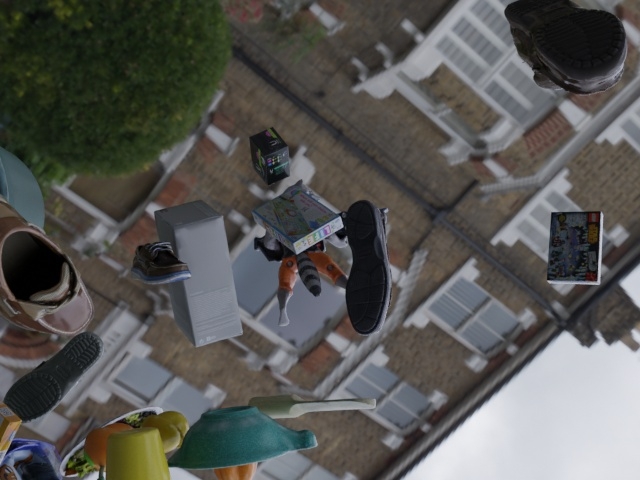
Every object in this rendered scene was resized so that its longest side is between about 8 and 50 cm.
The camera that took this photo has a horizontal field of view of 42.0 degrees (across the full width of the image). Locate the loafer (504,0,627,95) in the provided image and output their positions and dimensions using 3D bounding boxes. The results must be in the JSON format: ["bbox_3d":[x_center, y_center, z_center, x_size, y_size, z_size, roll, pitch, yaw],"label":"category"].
[{"bbox_3d":[0.416,-0.315,1.394,0.134,0.130,0.366,-17,-151,7],"label":"loafer"}]

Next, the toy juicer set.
[{"bbox_3d":[-0.119,0.244,0.992,0.209,0.329,0.089,-15,-99,56],"label":"toy juicer set"}]

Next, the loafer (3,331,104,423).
[{"bbox_3d":[-0.543,0.284,1.727,0.251,0.094,0.087,-38,180,0],"label":"loafer"}]

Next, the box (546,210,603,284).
[{"bbox_3d":[0.478,0.013,1.565,0.094,0.027,0.137,-1,-106,28],"label":"box"}]

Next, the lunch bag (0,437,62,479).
[{"bbox_3d":[-0.661,0.513,1.476,0.328,0.239,0.385,-22,-168,5],"label":"lunch bag"}]

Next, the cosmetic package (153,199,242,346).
[{"bbox_3d":[-0.222,0.057,1.513,0.127,0.107,0.238,35,-47,57],"label":"cosmetic package"}]

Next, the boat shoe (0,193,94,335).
[{"bbox_3d":[-0.389,0.056,1.133,0.116,0.324,0.123,27,-109,25],"label":"boat shoe"}]

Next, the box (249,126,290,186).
[{"bbox_3d":[-0.094,-0.156,1.553,0.052,0.083,0.062,-27,-125,-18],"label":"box"}]

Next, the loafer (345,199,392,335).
[{"bbox_3d":[0.119,0.062,1.854,0.109,0.095,0.302,-10,-105,31],"label":"loafer"}]

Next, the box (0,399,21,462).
[{"bbox_3d":[-0.503,0.258,1.221,0.081,0.136,0.028,-61,155,11],"label":"box"}]

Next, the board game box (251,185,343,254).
[{"bbox_3d":[-0.044,-0.040,1.527,0.103,0.026,0.154,-31,-142,-19],"label":"board game box"}]

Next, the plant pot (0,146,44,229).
[{"bbox_3d":[-0.603,-0.049,1.303,0.341,0.341,0.334,-54,180,-2],"label":"plant pot"}]

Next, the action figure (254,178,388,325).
[{"bbox_3d":[0.000,0.000,1.941,0.341,0.178,0.330,-21,-115,7],"label":"action figure"}]

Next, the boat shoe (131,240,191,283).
[{"bbox_3d":[-0.276,0.036,1.401,0.183,0.066,0.066,1,-84,53],"label":"boat shoe"}]

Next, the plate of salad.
[{"bbox_3d":[-0.357,0.358,1.448,0.200,0.048,0.200,-31,157,-15],"label":"plate of salad"}]
